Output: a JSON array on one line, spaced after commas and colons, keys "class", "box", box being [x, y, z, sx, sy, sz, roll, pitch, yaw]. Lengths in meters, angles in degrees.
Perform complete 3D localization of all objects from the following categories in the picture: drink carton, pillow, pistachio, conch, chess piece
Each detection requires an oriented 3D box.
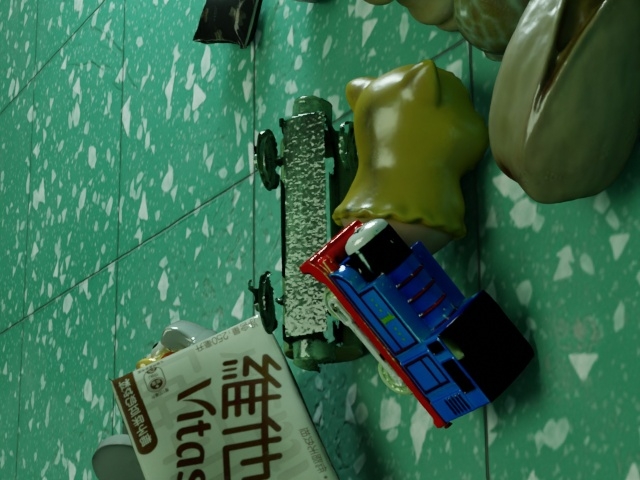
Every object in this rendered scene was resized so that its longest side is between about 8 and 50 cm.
[{"class": "drink carton", "box": [-0.085, 0.253, 1.531, 0.132, 0.194, 0.324, 68, 175, -48]}, {"class": "pillow", "box": [-0.124, -0.309, 1.956, 0.150, 0.048, 0.090, 15, 105, 58]}, {"class": "pistachio", "box": [0.210, -0.132, 1.198, 0.130, 0.131, 0.206, 15, 98, 19]}, {"class": "conch", "box": [0.174, -0.232, 1.323, 0.116, 0.106, 0.173, -67, 11, -10]}, {"class": "chess piece", "box": [0.075, -0.274, 1.442, 0.094, 0.171, 0.094, -28, 57, 56]}]

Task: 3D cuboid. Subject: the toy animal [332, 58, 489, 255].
[{"class": "toy animal", "box": [0.082, -0.061, 1.409, 0.156, 0.156, 0.229, -5, 82, 62]}]

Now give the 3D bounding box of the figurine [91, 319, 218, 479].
[{"class": "figurine", "box": [-0.191, 0.217, 1.798, 0.176, 0.133, 0.236, -48, 13, 45]}]

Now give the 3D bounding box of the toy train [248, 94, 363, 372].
[{"class": "toy train", "box": [0.008, 0.000, 1.556, 0.126, 0.189, 0.307, -8, 71, 20]}]

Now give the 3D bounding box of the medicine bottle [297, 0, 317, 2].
[{"class": "medicine bottle", "box": [-0.038, -0.436, 1.738, 0.133, 0.133, 0.274, 23, 102, 61]}]

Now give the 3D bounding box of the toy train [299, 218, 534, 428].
[{"class": "toy train", "box": [0.088, 0.069, 1.313, 0.204, 0.083, 0.131, 51, 143, -3]}]
